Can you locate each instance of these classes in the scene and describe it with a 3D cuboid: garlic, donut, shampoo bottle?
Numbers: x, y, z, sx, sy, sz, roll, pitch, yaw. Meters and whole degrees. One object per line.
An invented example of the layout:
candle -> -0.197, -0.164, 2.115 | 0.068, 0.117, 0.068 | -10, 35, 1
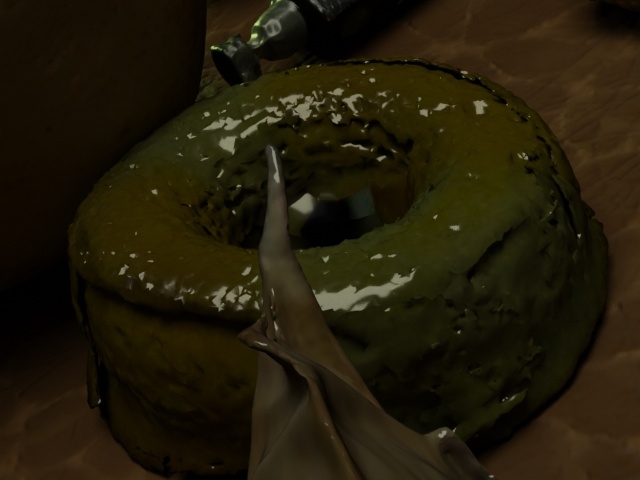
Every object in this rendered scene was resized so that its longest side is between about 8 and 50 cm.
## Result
garlic -> 0.045, 0.127, 0.433 | 0.151, 0.196, 0.338 | -10, 31, -8
donut -> 0.000, 0.000, 0.703 | 0.272, 0.107, 0.272 | -14, 37, 11
shampoo bottle -> 0.018, -0.163, 0.953 | 0.208, 0.057, 0.063 | -38, 68, -19

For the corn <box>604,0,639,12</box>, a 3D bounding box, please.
corn -> 0.262, -0.168, 0.779 | 0.318, 0.115, 0.115 | 17, 50, 43

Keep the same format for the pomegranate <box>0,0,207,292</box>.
pomegranate -> -0.240, -0.164, 0.802 | 0.417, 0.416, 0.416 | -15, 35, 11
